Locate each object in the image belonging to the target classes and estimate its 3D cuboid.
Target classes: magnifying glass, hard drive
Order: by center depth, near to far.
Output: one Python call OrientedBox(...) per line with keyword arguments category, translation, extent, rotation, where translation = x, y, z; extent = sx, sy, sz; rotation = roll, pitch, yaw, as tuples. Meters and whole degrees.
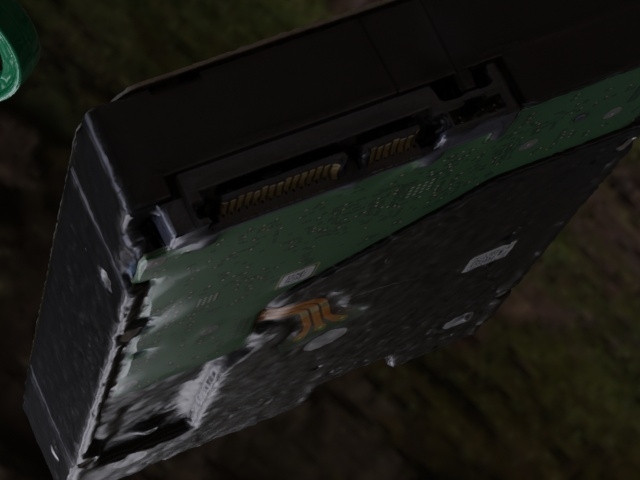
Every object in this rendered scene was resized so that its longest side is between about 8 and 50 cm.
OrientedBox(category="hard drive", translation=(0.000, 0.000, 0.822), extent=(0.237, 0.339, 0.064), rotation=(-21, -105, -18))
OrientedBox(category="magnifying glass", translation=(-0.235, -0.111, 0.997), extent=(0.026, 0.231, 0.092), rotation=(-60, -43, -31))
